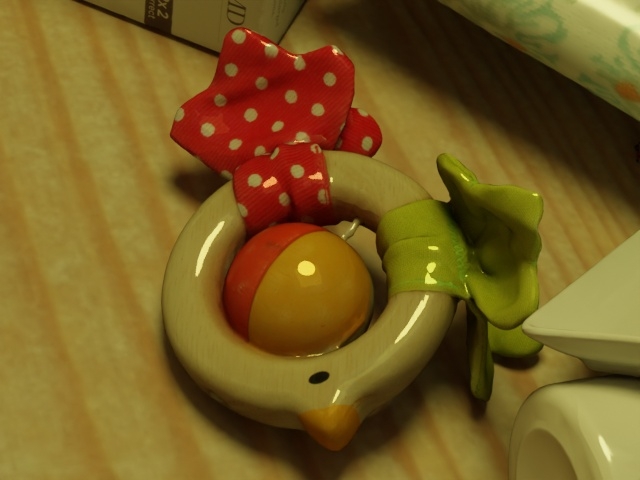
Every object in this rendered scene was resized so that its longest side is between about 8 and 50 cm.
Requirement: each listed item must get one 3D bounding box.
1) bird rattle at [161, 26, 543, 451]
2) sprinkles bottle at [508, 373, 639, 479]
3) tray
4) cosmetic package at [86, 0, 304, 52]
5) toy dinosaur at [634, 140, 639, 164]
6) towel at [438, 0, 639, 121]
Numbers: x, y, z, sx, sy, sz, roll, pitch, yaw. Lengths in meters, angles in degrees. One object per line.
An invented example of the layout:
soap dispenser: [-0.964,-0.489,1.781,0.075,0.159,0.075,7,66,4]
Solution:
bird rattle: [0.000,0.000,0.792,0.253,0.143,0.207,33,68,20]
sprinkles bottle: [0.280,0.113,0.750,0.355,0.121,0.121,-6,52,-17]
tray: [0.218,0.030,0.778,0.145,0.030,0.270,5,15,26]
cosmetic package: [-0.085,-0.242,0.955,0.184,0.151,0.151,22,50,9]
toy dinosaur: [0.244,-0.040,0.940,0.090,0.047,0.082,20,29,-40]
towel: [0.222,-0.210,1.000,0.321,0.090,0.374,31,41,17]
